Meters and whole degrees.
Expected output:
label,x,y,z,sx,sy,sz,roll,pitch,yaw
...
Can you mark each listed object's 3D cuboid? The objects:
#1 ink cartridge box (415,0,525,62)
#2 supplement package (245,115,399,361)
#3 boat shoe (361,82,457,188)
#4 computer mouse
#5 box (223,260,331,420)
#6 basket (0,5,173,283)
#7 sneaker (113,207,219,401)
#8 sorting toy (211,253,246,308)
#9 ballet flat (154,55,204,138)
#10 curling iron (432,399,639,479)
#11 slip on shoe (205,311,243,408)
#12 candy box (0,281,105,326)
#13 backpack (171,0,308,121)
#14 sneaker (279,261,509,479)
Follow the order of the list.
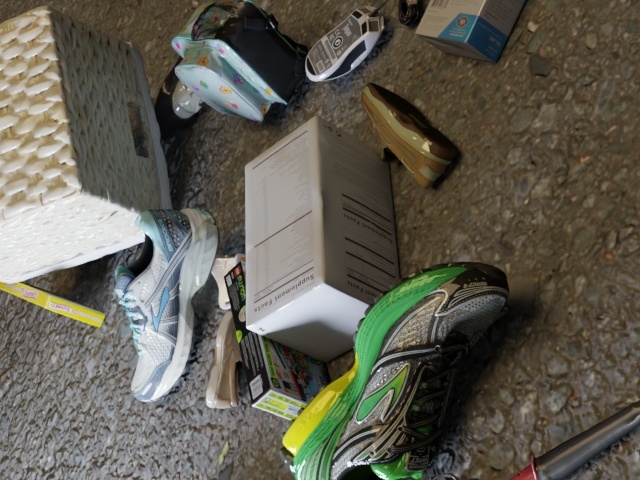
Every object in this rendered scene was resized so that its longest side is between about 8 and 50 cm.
label,x,y,z,sx,sy,sz,roll,pitch,yaw
ink cartridge box,0.202,-0.315,1.464,0.104,0.060,0.180,25,89,54
supplement package,0.000,0.000,1.456,0.139,0.134,0.244,-31,47,36
boat shoe,0.094,-0.129,1.484,0.072,0.068,0.190,-62,35,21
computer mouse,0.059,-0.284,1.640,0.193,0.042,0.106,-39,47,21
box,-0.049,0.126,1.457,0.036,0.114,0.207,-43,42,25
basket,-0.446,-0.139,1.832,0.331,0.266,0.328,-18,74,20
sneaker,-0.240,0.085,1.677,0.110,0.122,0.283,24,102,61
sorting toy,-0.120,0.058,1.648,0.083,0.045,0.075,-1,78,60
ballet flat,-0.208,-0.257,1.923,0.074,0.074,0.203,9,74,52
curling iron,0.204,0.217,1.159,0.274,0.035,0.068,-36,44,32
slip on shoe,-0.119,0.159,1.586,0.041,0.051,0.135,4,56,10
candy box,-0.444,0.098,1.961,0.206,0.105,0.027,12,78,53
backpack,-0.128,-0.264,1.746,0.144,0.166,0.188,-55,34,-4
sneaker,0.098,0.166,1.264,0.343,0.134,0.146,-58,42,22
